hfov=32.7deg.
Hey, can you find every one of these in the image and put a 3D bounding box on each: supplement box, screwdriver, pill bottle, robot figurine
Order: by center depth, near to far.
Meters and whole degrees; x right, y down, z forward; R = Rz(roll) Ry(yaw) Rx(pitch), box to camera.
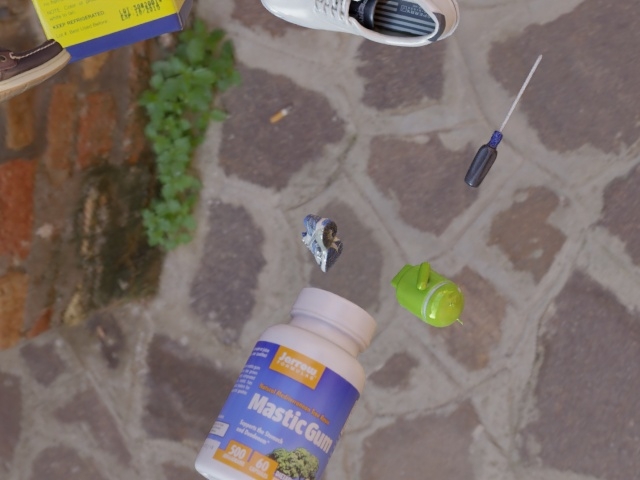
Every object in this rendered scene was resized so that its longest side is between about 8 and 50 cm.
[{"bbox_3d":[0.211,-0.137,1.250,0.024,0.025,0.170,32,104,26],"label":"screwdriver"},{"bbox_3d":[-0.034,0.202,1.394,0.152,0.272,0.152,25,163,8],"label":"pill bottle"},{"bbox_3d":[0.151,0.077,1.503,0.115,0.067,0.101,33,163,45],"label":"robot figurine"},{"bbox_3d":[-0.336,-0.464,1.571,0.194,0.195,0.356,-15,112,5],"label":"supplement box"}]

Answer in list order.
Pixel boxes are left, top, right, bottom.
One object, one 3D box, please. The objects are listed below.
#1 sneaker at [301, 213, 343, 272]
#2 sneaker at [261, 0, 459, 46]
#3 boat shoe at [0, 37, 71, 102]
[{"bbox_3d":[0.000,0.000,1.842,0.058,0.052,0.135,29,150,25],"label":"sneaker"},{"bbox_3d":[0.041,-0.296,1.337,0.258,0.091,0.094,10,109,15],"label":"sneaker"},{"bbox_3d":[-0.433,-0.207,1.360,0.103,0.285,0.092,-15,107,45],"label":"boat shoe"}]
